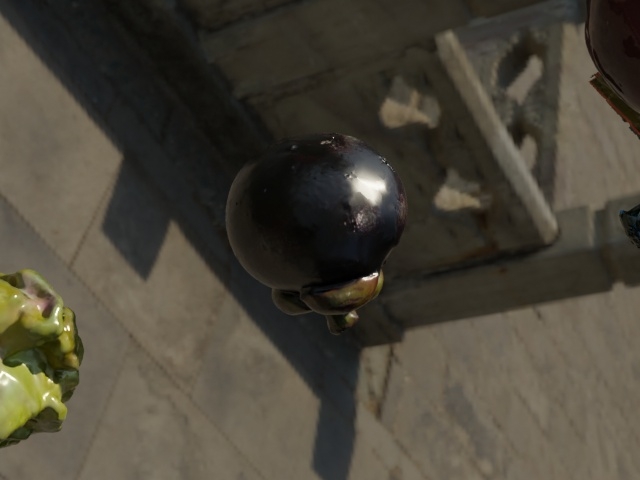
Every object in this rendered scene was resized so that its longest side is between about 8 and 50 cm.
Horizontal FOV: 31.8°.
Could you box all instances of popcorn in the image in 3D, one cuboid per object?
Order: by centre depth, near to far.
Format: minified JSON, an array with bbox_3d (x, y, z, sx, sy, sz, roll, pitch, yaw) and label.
[{"bbox_3d":[-0.220,0.076,0.712,0.145,0.126,0.126,14,85,-39],"label":"popcorn"}]

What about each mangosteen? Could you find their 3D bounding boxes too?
[{"bbox_3d":[0.000,0.000,1.300,0.211,0.211,0.250,-46,133,-57],"label":"mangosteen"}]

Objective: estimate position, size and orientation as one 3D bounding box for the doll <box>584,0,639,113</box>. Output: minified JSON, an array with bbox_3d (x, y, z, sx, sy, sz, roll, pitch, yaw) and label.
[{"bbox_3d":[0.297,-0.179,0.728,0.256,0.152,0.196,-30,122,-14],"label":"doll"}]

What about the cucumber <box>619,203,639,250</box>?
[{"bbox_3d":[0.374,0.049,1.085,0.257,0.043,0.044,41,7,-17],"label":"cucumber"}]

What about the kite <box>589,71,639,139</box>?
[{"bbox_3d":[0.433,-0.127,1.030,0.327,0.378,0.013,82,30,-43],"label":"kite"}]
